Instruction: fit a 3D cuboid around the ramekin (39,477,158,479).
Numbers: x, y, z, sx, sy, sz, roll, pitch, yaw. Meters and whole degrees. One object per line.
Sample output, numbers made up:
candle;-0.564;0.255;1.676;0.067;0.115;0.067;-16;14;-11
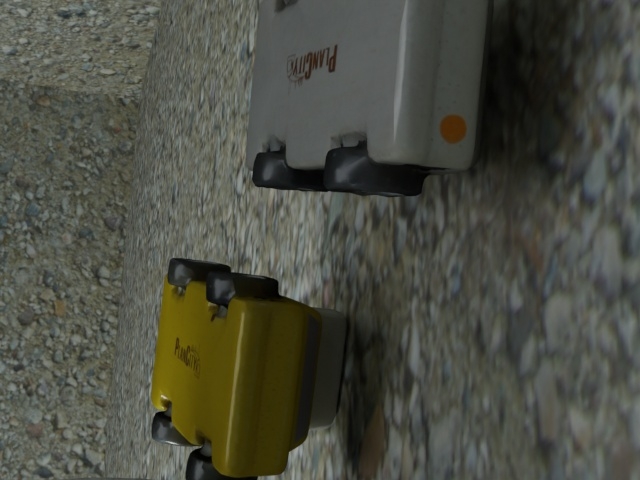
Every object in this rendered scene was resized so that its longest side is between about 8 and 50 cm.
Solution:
ramekin;-0.102;0.223;0.434;0.135;0.277;0.277;-108;27;-44

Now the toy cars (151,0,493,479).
toy cars;0.000;0.000;0.525;0.394;0.087;0.176;117;152;-47
